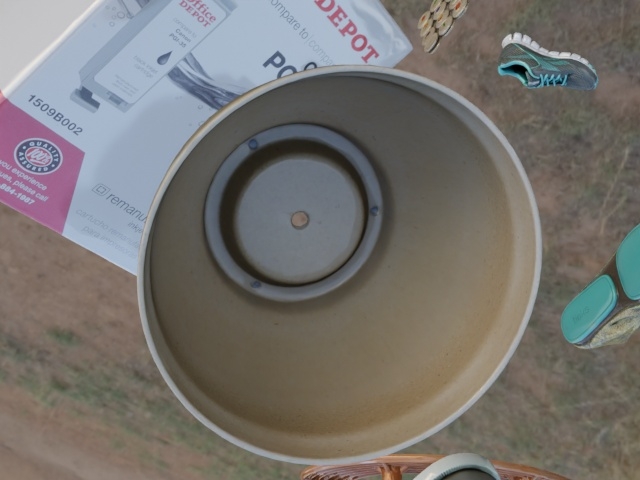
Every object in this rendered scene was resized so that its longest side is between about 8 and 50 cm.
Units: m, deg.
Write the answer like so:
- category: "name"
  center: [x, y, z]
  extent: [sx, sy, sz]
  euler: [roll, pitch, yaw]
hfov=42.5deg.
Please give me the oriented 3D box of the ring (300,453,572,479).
- category: "ring"
  center: [0.142, 0.308, 0.983]
  extent: [0.336, 0.032, 0.337]
  euler: [4, 153, 2]

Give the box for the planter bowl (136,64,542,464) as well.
- category: "planter bowl"
  center: [0.000, 0.000, 0.367]
  extent: [0.162, 0.162, 0.109]
  euler: [36, -175, -20]

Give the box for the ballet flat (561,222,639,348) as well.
- category: "ballet flat"
  center: [0.489, 0.065, 1.249]
  extent: [0.123, 0.123, 0.348]
  euler: [22, 146, 0]

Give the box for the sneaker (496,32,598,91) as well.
- category: "sneaker"
  center: [0.357, -0.267, 1.318]
  extent: [0.166, 0.076, 0.065]
  euler: [25, 154, 18]

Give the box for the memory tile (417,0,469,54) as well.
- category: "memory tile"
  center: [0.209, -0.390, 1.423]
  extent: [0.012, 0.148, 0.113]
  euler: [27, 120, -20]

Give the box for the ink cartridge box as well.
- category: "ink cartridge box"
  center: [-0.106, -0.131, 0.593]
  extent: [0.283, 0.117, 0.207]
  euler: [-41, 139, 10]

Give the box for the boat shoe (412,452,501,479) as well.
- category: "boat shoe"
  center: [0.068, 0.296, 0.568]
  extent: [0.109, 0.305, 0.091]
  euler: [14, -167, -23]
